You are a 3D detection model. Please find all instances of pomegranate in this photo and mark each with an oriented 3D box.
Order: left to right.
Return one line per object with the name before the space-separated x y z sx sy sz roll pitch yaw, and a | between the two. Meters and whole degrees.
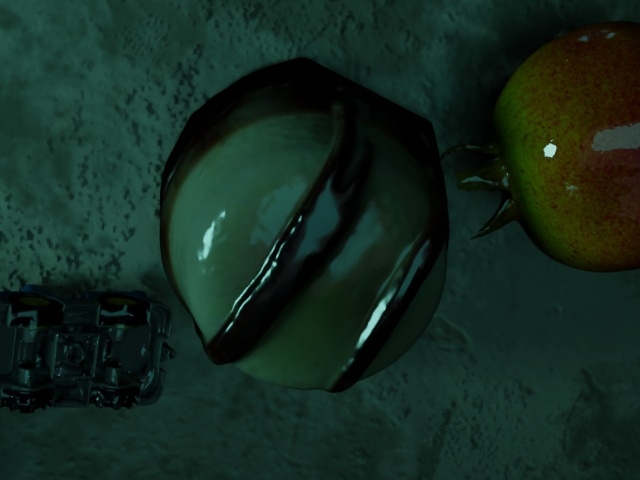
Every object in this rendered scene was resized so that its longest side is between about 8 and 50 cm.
pomegranate | 0.235 -0.077 1.730 0.256 0.221 0.221 -14 106 -2

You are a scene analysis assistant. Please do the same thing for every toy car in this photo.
toy car | -0.227 0.091 1.745 0.191 0.100 0.097 1 104 -31

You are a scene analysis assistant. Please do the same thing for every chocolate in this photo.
chocolate | 0.000 0.000 1.713 0.283 0.186 0.284 -3 104 -11
